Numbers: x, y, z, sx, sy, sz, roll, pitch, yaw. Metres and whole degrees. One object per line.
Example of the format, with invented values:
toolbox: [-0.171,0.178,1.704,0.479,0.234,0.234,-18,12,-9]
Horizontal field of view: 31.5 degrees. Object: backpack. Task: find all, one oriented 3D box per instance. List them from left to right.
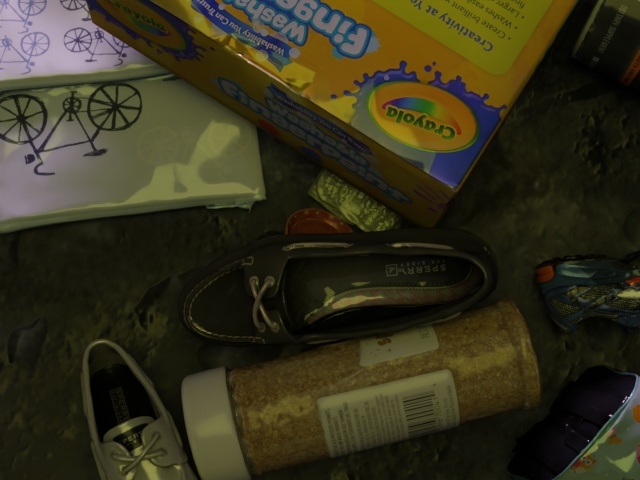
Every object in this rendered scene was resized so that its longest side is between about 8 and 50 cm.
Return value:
backpack: [0.283,0.213,1.116,0.144,0.188,0.166,44,83,8]

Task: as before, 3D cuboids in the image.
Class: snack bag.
snack bag: [-0.237,-0.184,1.278,0.323,0.037,0.342,-6,80,0]

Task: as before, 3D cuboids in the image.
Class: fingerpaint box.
fingerpaint box: [0.034,-0.286,1.204,0.445,0.163,0.371,32,75,5]

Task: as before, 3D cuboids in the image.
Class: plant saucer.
plant saucer: [0.000,0.000,1.230,0.083,0.013,0.083,14,46,-15]

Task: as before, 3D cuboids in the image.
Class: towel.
towel: [0.067,-0.081,1.256,0.110,0.027,0.148,33,83,6]

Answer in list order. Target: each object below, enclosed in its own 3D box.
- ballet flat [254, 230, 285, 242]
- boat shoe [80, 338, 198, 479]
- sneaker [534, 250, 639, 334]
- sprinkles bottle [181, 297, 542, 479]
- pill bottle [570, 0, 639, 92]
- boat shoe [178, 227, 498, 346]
ballet flat: [0.001,0.048,1.233,0.173,0.049,0.057,33,42,5]
boat shoe: [-0.179,0.209,1.124,0.096,0.088,0.267,-19,50,-7]
sneaker: [0.341,0.055,1.207,0.221,0.083,0.087,-4,93,6]
sprinkles bottle: [0.041,0.157,1.167,0.355,0.121,0.121,-14,80,-1]
pill bottle: [0.406,-0.202,1.215,0.246,0.130,0.130,26,82,6]
boat shoe: [0.013,0.046,1.147,0.335,0.095,0.112,-9,97,5]
